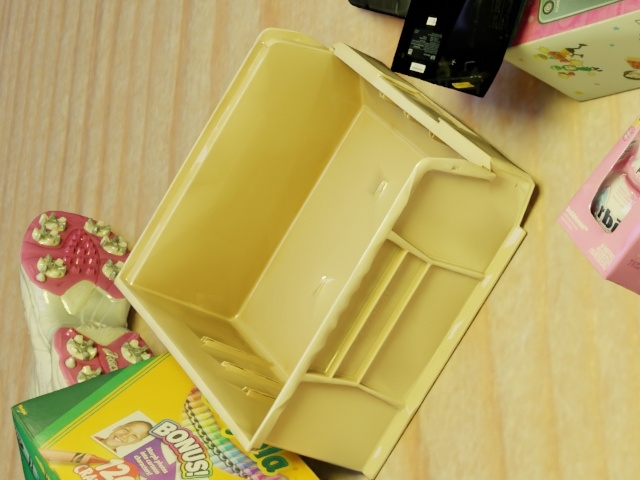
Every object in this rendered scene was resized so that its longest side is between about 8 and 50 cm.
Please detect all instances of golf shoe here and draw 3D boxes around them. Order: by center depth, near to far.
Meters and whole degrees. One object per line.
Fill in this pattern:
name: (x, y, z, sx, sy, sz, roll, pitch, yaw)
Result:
golf shoe: (-0.222, 0.093, 1.662, 0.306, 0.115, 0.140, -108, 36, -51)

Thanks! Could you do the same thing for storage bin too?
storage bin: (0.000, 0.000, 1.417, 0.260, 0.123, 0.262, -59, 36, 10)

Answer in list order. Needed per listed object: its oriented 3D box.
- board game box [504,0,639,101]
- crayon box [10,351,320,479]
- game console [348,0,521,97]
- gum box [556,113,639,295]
board game box: (0.265, -0.235, 1.236, 0.303, 0.097, 0.224, -13, 62, 49)
crayon box: (-0.106, 0.194, 1.402, 0.278, 0.165, 0.081, 42, 144, 52)
game console: (0.085, -0.230, 1.407, 0.361, 0.044, 0.213, -145, 71, -71)
gum box: (0.234, -0.010, 1.071, 0.107, 0.188, 0.062, -54, 38, 17)
